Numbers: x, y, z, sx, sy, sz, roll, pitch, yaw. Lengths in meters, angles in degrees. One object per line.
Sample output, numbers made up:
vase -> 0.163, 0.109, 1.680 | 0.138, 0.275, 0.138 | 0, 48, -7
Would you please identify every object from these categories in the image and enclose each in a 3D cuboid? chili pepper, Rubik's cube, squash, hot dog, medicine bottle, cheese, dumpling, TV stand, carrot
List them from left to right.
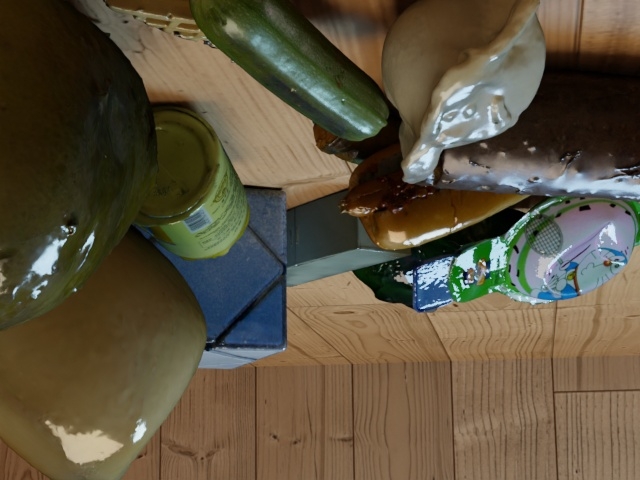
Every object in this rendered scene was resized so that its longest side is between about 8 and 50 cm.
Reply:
medicine bottle -> -0.144, -0.052, 1.381 | 0.124, 0.124, 0.239 | -1, 168, 3
Rubik's cube -> -0.168, 0.049, 1.644 | 0.205, 0.205, 0.207 | 5, 166, -23
squash -> -0.022, -0.142, 1.023 | 0.066, 0.066, 0.229 | -9, 152, 34
TV stand -> 0.000, 0.000, 1.721 | 0.088, 0.082, 0.269 | 6, 166, -35
carrot -> 0.094, -0.090, 1.348 | 0.260, 0.070, 0.070 | 13, 162, -43
chili pepper -> 0.138, 0.021, 1.737 | 0.264, 0.116, 0.148 | -10, 160, 35
dumpling -> 0.101, -0.121, 1.022 | 0.124, 0.151, 0.229 | 28, 165, -4
hot dog -> 0.131, -0.063, 1.271 | 0.249, 0.102, 0.076 | -20, 167, -19
cheese -> 0.265, 0.020, 1.634 | 0.320, 0.083, 0.204 | -17, 139, -10

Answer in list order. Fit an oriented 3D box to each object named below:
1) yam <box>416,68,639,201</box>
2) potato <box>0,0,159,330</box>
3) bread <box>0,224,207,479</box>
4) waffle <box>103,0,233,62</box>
yam -> 0.222, -0.095, 1.192 | 0.280, 0.131, 0.131 | 3, 167, -9
potato -> -0.243, -0.078, 1.003 | 0.219, 0.269, 0.359 | 1, -168, 9
bread -> -0.302, 0.057, 1.323 | 0.376, 0.253, 0.348 | 36, 173, -6
waffle -> -0.111, -0.171, 1.058 | 0.153, 0.023, 0.097 | 3, 166, -23
